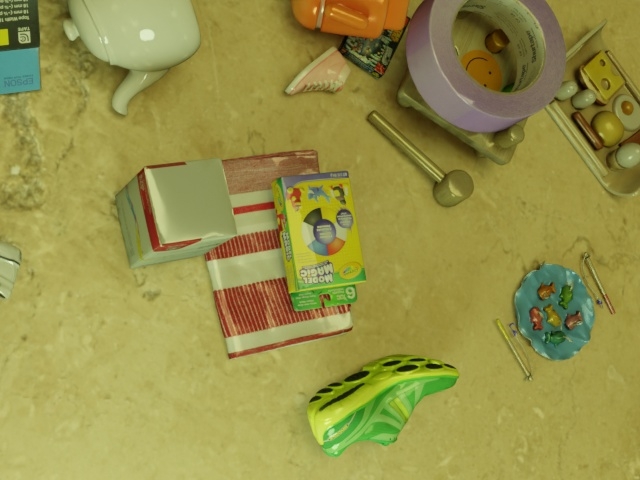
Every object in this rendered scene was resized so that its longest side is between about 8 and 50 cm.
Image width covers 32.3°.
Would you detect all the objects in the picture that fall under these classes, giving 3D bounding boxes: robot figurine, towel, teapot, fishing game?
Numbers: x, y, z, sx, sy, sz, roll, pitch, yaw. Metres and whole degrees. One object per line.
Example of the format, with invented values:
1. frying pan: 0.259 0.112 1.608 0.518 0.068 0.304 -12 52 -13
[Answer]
1. robot figurine: 0.043 -0.423 1.929 0.220 0.128 0.158 7 68 -4
2. towel: -0.080 0.016 1.852 0.237 0.037 0.328 -10 85 -26
3. teapot: -0.314 -0.368 1.716 0.187 0.252 0.256 -25 76 -10
4. fishing game: 0.449 0.131 2.080 0.264 0.041 0.189 -28 95 -27

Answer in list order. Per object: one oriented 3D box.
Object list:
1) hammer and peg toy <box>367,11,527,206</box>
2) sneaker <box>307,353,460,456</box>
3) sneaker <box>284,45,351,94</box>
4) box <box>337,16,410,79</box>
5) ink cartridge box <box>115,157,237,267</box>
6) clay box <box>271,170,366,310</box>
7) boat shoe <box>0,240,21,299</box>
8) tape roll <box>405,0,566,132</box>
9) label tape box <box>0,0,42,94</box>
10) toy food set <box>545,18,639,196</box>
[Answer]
1. hammer and peg toy: 0.263 -0.262 2.018 0.266 0.127 0.361 32 68 -17
2. sneaker: 0.106 0.276 1.866 0.296 0.109 0.123 -18 111 -29
3. sneaker: 0.002 -0.281 1.940 0.070 0.051 0.134 50 60 -3
4. box: 0.099 -0.376 2.019 0.094 0.027 0.137 32 68 -18
5. ink cartridge box: -0.228 -0.040 1.715 0.128 0.176 0.127 -10 82 -27
6. clay box: 0.000 0.000 1.842 0.128 0.053 0.221 -8 83 -25
7. boat shoe: -0.569 0.027 1.589 0.268 0.096 0.088 17 68 -30
8. tape roll: 0.290 -0.331 1.925 0.275 0.090 0.274 5 78 -23
9. label tape box: -0.552 -0.383 1.644 0.241 0.106 0.333 -11 124 -27
10. toy food set: 0.588 -0.265 2.193 0.220 0.092 0.306 -42 99 -26
